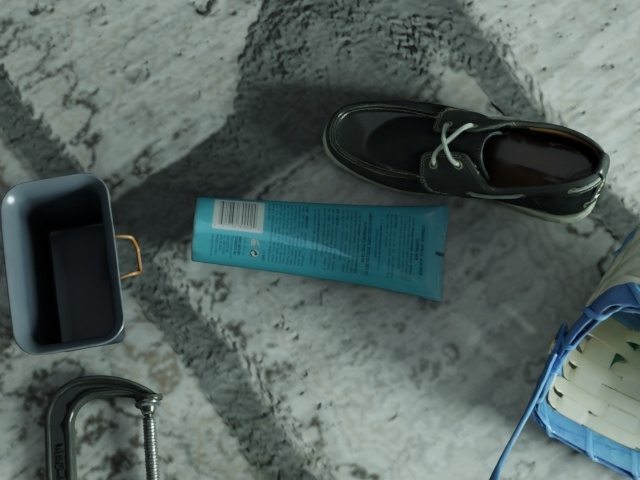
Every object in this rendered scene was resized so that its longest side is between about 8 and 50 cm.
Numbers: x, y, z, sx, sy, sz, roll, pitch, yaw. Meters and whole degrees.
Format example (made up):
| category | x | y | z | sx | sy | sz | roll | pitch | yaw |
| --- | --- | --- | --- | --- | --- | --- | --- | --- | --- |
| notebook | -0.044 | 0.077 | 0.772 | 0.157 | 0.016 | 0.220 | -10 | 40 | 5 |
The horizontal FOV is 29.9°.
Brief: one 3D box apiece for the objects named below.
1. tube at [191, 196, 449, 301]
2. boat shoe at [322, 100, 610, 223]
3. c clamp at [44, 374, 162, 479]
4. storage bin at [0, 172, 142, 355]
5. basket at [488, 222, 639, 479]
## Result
| category | x | y | z | sx | sy | sz | roll | pitch | yaw |
| --- | --- | --- | --- | --- | --- | --- | --- | --- | --- |
| tube | 0.000 | 0.000 | 0.971 | 0.207 | 0.052 | 0.080 | 6 | 83 | -3 |
| boat shoe | 0.116 | -0.075 | 0.971 | 0.233 | 0.079 | 0.084 | 13 | 79 | 6 |
| c clamp | -0.151 | 0.181 | 0.944 | 0.137 | 0.022 | 0.161 | -12 | 78 | 4 |
| storage bin | -0.188 | 0.025 | 0.944 | 0.098 | 0.091 | 0.135 | -10 | 77 | -1 |
| basket | 0.273 | 0.131 | 0.836 | 0.254 | 0.201 | 0.289 | 25 | 47 | 8 |
